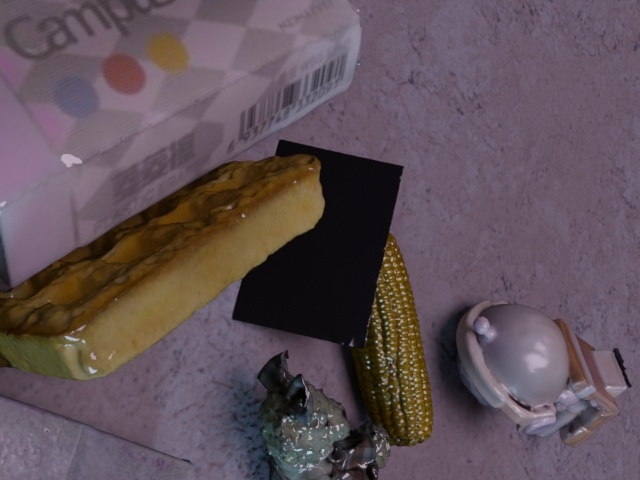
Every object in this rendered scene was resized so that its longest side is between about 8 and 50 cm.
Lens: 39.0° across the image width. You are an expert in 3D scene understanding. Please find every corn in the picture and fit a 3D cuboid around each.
[{"bbox_3d":[0.065,0.100,0.918,0.080,0.080,0.231,-18,97,-41],"label":"corn"}]

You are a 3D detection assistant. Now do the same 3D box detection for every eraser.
[{"bbox_3d":[-0.142,-0.152,0.743,0.397,0.082,0.213,-38,91,-38],"label":"eraser"}]

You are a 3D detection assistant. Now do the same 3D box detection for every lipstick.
[{"bbox_3d":[-0.241,0.145,0.653,0.317,0.068,0.066,30,65,-35],"label":"lipstick"}]

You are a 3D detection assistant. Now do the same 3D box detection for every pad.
[{"bbox_3d":[0.000,0.000,0.872,0.127,0.004,0.190,13,73,1],"label":"pad"}]

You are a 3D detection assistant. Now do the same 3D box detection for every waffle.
[{"bbox_3d":[-0.129,0.015,0.703,0.274,0.168,0.057,-38,115,-39],"label":"waffle"}]

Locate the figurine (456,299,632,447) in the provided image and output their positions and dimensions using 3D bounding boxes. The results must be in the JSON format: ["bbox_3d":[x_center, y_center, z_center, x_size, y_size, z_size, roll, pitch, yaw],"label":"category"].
[{"bbox_3d":[0.238,0.150,1.044,0.236,0.141,0.163,24,42,-35],"label":"figurine"}]

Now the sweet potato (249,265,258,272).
[{"bbox_3d":[-0.078,0.013,0.832,0.117,0.049,0.049,-46,115,-21],"label":"sweet potato"}]

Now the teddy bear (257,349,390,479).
[{"bbox_3d":[-0.010,0.194,0.831,0.213,0.111,0.133,50,14,-37],"label":"teddy bear"}]
